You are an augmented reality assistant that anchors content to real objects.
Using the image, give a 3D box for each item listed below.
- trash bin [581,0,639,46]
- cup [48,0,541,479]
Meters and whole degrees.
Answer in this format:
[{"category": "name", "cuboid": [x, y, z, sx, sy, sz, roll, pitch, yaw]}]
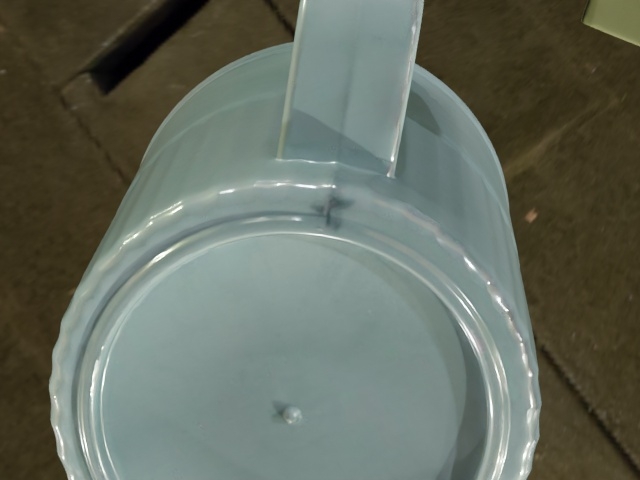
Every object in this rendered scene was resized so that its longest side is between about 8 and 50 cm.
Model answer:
[{"category": "trash bin", "cuboid": [0.187, -0.121, 0.714, 0.092, 0.061, 0.043, 21, 134, 11]}, {"category": "cup", "cuboid": [0.015, 0.014, 0.801, 0.257, 0.311, 0.331, 37, 106, -10]}]
